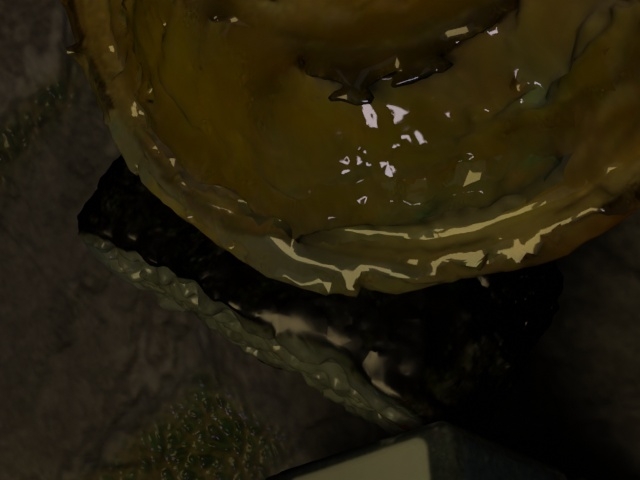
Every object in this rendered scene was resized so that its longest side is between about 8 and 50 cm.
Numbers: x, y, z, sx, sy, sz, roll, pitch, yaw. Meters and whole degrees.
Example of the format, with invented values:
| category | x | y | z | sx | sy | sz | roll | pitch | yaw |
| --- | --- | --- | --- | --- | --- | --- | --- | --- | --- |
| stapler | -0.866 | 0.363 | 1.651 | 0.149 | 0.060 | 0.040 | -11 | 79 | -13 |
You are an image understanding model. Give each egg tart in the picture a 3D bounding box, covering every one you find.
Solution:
| category | x | y | z | sx | sy | sz | roll | pitch | yaw |
| --- | --- | --- | --- | --- | --- | --- | --- | --- | --- |
| egg tart | 0.024 | -0.131 | 0.624 | 0.315 | 0.120 | 0.315 | -5 | 74 | 16 |

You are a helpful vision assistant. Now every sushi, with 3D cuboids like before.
| category | x | y | z | sx | sy | sz | roll | pitch | yaw |
| --- | --- | --- | --- | --- | --- | --- | --- | --- | --- |
| sushi | 0.000 | 0.000 | 0.721 | 0.225 | 0.124 | 0.127 | 28 | 79 | 28 |

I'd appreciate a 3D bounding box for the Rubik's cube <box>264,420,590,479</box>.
| category | x | y | z | sx | sy | sz | roll | pitch | yaw |
| --- | --- | --- | --- | --- | --- | --- | --- | --- | --- |
| Rubik's cube | 0.041 | 0.222 | 0.697 | 0.207 | 0.205 | 0.205 | -23 | 56 | 31 |
